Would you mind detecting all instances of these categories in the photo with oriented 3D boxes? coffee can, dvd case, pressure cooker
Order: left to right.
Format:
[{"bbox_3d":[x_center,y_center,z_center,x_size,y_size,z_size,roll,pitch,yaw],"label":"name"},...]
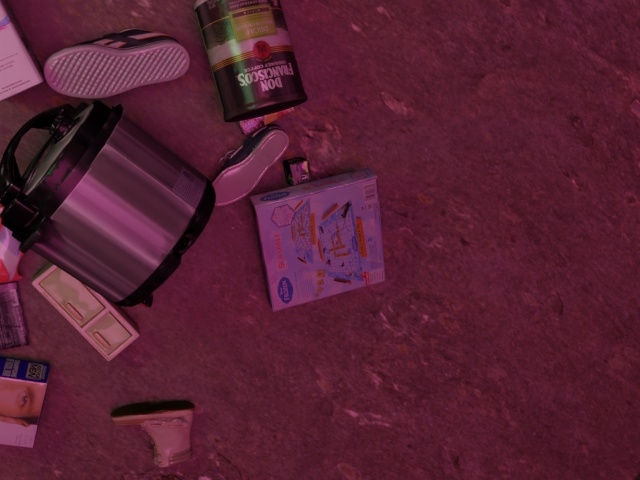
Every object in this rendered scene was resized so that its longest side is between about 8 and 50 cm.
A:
[{"bbox_3d":[-0.830,0.195,1.893,0.221,0.018,0.164,-10,105,-14],"label":"dvd case"},{"bbox_3d":[-0.491,-0.105,1.740,0.420,0.370,0.375,38,86,-23],"label":"pressure cooker"},{"bbox_3d":[-0.162,-0.433,1.824,0.202,0.201,0.275,-17,95,-12],"label":"coffee can"}]

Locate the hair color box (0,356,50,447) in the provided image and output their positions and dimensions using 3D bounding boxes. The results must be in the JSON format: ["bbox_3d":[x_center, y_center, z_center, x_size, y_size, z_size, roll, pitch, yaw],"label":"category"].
[{"bbox_3d":[-0.837,0.370,1.874,0.339,0.110,0.185,12,105,-19],"label":"hair color box"}]

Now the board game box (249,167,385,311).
[{"bbox_3d":[0.000,0.000,2.017,0.318,0.066,0.318,-14,121,-13],"label":"board game box"}]

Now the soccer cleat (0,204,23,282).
[{"bbox_3d":[-0.732,-0.021,1.853,0.095,0.083,0.247,7,96,-47],"label":"soccer cleat"}]

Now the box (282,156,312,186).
[{"bbox_3d":[-0.059,-0.174,1.995,0.052,0.083,0.062,-14,105,-12],"label":"box"}]

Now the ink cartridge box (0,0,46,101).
[{"bbox_3d":[-0.709,-0.447,1.691,0.117,0.201,0.278,-26,108,-9],"label":"ink cartridge box"}]

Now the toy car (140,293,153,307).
[{"bbox_3d":[-0.452,0.108,1.981,0.041,0.060,0.122,-3,85,28],"label":"toy car"}]

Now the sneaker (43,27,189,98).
[{"bbox_3d":[-0.471,-0.407,1.797,0.321,0.127,0.126,-11,126,-23],"label":"sneaker"}]

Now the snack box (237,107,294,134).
[{"bbox_3d":[-0.150,-0.338,1.958,0.141,0.037,0.100,-29,106,-8],"label":"snack box"}]

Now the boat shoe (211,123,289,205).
[{"bbox_3d":[-0.188,-0.192,1.955,0.254,0.079,0.095,-47,125,7],"label":"boat shoe"}]

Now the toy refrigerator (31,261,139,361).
[{"bbox_3d":[-0.570,0.159,1.919,0.102,0.094,0.269,-40,110,-5],"label":"toy refrigerator"}]

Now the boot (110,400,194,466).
[{"bbox_3d":[-0.435,0.506,2.042,0.213,0.077,0.165,-1,104,-18],"label":"boot"}]
